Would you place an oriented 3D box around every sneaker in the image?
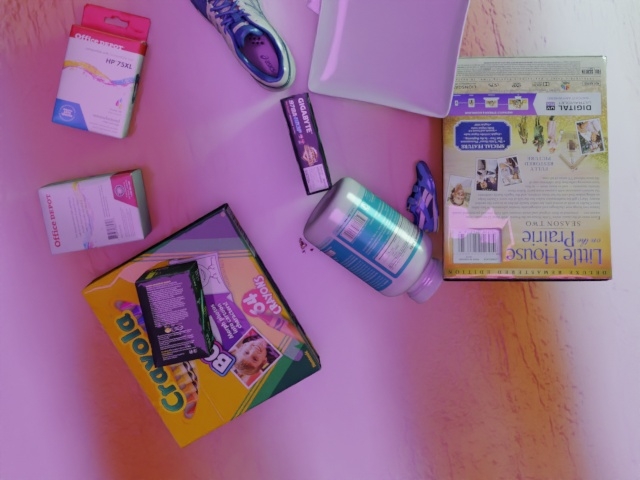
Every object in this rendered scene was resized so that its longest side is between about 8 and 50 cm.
[{"bbox_3d":[-0.144,-0.404,1.788,0.112,0.131,0.296,-40,97,5],"label":"sneaker"},{"bbox_3d":[0.194,-0.081,1.889,0.059,0.053,0.144,-7,97,1],"label":"sneaker"}]

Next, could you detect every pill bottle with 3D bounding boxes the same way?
[{"bbox_3d":[0.109,0.009,1.847,0.264,0.146,0.146,36,95,-10],"label":"pill bottle"}]

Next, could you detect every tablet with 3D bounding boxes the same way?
[{"bbox_3d":[0.017,-0.463,1.849,0.054,0.006,0.083,35,96,-7],"label":"tablet"}]

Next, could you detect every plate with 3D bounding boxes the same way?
[{"bbox_3d":[0.130,-0.387,1.807,0.277,0.045,0.278,13,106,15],"label":"plate"}]

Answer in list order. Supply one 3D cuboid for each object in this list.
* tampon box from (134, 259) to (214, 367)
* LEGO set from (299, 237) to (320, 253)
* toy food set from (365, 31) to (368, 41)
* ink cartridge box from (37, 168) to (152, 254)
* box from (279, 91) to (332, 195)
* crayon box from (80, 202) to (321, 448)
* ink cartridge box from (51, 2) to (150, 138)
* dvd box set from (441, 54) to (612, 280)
[{"bbox_3d":[-0.260,0.130,1.757,0.102,0.120,0.161,-12,97,0],"label":"tampon box"},{"bbox_3d":[0.000,0.003,1.906,0.083,0.023,0.054,-32,98,2],"label":"LEGO set"},{"bbox_3d":[0.121,-0.394,1.856,0.083,0.020,0.082,8,98,-3],"label":"toy food set"},{"bbox_3d":[-0.418,-0.056,1.826,0.176,0.127,0.128,-9,99,-2],"label":"ink cartridge box"},{"bbox_3d":[-0.024,-0.180,1.780,0.051,0.220,0.175,-15,98,2],"label":"box"},{"bbox_3d":[-0.223,0.163,1.877,0.313,0.106,0.363,-30,98,2],"label":"crayon box"},{"bbox_3d":[-0.404,-0.316,1.814,0.134,0.078,0.231,13,97,-4],"label":"ink cartridge box"},{"bbox_3d":[0.378,-0.133,1.814,0.308,0.062,0.420,-1,83,5],"label":"dvd box set"}]
